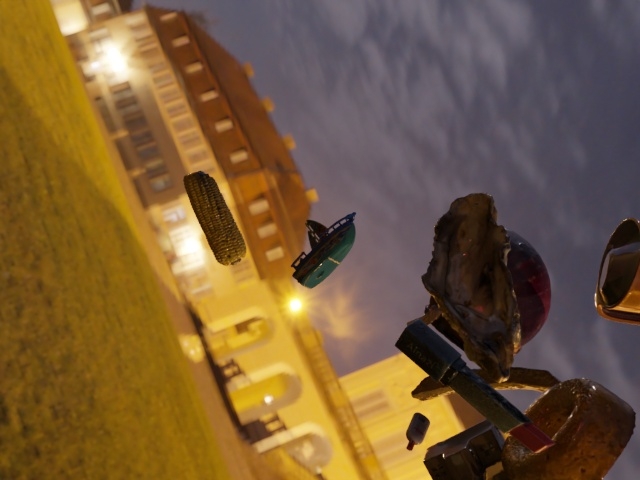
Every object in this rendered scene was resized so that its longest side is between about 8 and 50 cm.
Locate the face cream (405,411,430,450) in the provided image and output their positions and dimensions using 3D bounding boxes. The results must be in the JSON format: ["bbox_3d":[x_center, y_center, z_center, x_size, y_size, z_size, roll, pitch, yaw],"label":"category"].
[{"bbox_3d":[0.187,0.376,1.960,0.040,0.083,0.021,38,-44,-5],"label":"face cream"}]

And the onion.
[{"bbox_3d":[0.357,0.095,2.067,0.230,0.256,0.272,-62,179,26],"label":"onion"}]

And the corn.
[{"bbox_3d":[-0.209,-0.044,1.985,0.203,0.072,0.072,65,-9,-5],"label":"corn"}]

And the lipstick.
[{"bbox_3d":[0.263,0.257,1.710,0.312,0.051,0.051,41,-55,18],"label":"lipstick"}]

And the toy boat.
[{"bbox_3d":[0.000,0.000,1.943,0.110,0.175,0.091,48,8,27],"label":"toy boat"}]

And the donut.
[{"bbox_3d":[0.459,0.378,1.908,0.108,0.277,0.277,43,-6,-9],"label":"donut"}]

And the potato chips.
[{"bbox_3d":[0.400,0.332,2.342,0.057,0.407,0.080,48,48,-35],"label":"potato chips"}]

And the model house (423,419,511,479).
[{"bbox_3d":[0.339,0.521,2.052,0.248,0.181,0.176,60,15,2],"label":"model house"}]

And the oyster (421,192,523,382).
[{"bbox_3d":[0.250,0.080,1.588,0.110,0.166,0.341,79,-7,-56],"label":"oyster"}]

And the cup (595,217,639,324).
[{"bbox_3d":[0.665,0.086,1.942,0.182,0.264,0.226,-81,-172,-48],"label":"cup"}]
